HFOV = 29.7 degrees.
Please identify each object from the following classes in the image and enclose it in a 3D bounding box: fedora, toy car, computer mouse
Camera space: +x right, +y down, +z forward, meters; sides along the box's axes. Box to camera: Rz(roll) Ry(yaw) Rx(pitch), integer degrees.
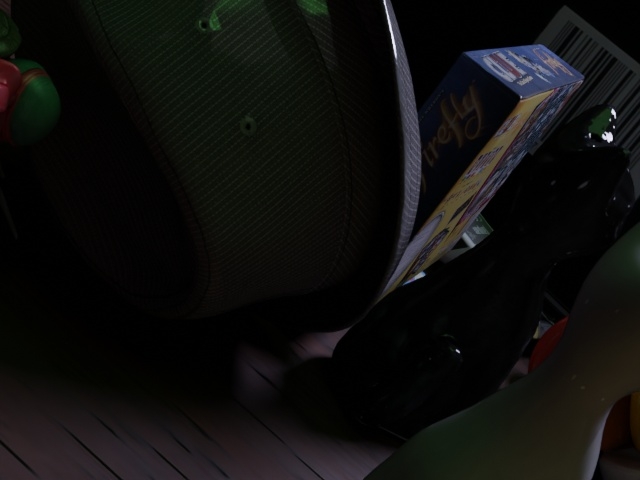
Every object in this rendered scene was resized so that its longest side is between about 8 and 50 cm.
[{"bbox_3d":[-0.072,-0.071,0.600,0.124,0.244,0.275,-20,93,-35],"label":"fedora"},{"bbox_3d":[0.215,0.095,0.821,0.136,0.159,0.182,5,2,32],"label":"toy car"},{"bbox_3d":[0.121,0.015,0.958,0.106,0.042,0.193,1,45,-51],"label":"computer mouse"}]

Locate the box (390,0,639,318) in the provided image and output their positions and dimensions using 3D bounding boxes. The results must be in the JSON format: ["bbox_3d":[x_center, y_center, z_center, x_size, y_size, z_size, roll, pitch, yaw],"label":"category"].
[{"bbox_3d":[0.338,-0.102,1.218,0.480,0.297,0.472,46,20,24],"label":"box"}]

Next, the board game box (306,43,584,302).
[{"bbox_3d":[0.084,-0.045,0.761,0.042,0.165,0.243,40,20,9],"label":"board game box"}]

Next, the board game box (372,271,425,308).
[{"bbox_3d":[0.000,0.000,0.806,0.154,0.026,0.103,16,28,-44],"label":"board game box"}]

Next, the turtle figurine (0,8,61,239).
[{"bbox_3d":[-0.197,-0.081,0.548,0.234,0.118,0.175,34,19,10],"label":"turtle figurine"}]

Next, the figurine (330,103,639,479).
[{"bbox_3d":[0.101,0.048,0.593,0.092,0.209,0.215,30,21,-16],"label":"figurine"}]
